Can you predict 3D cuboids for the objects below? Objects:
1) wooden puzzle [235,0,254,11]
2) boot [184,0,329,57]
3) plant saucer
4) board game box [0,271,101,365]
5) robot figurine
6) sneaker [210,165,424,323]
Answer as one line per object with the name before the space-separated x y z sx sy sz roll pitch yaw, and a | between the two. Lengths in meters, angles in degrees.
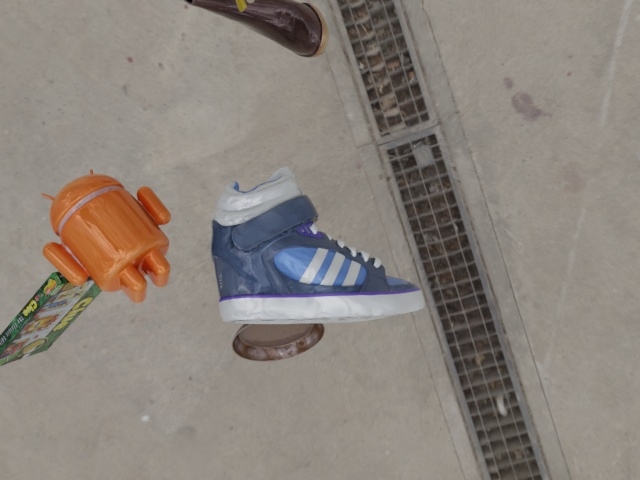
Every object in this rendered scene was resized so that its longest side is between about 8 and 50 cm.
wooden puzzle | -0.102 -0.372 0.843 0.014 0.116 0.079 -27 89 -27
boot | -0.124 -0.383 1.053 0.248 0.206 0.090 46 129 37
plant saucer | -0.076 0.165 1.109 0.168 0.168 0.029 -22 53 11
board game box | -0.471 0.130 1.079 0.259 0.136 0.030 -42 81 25
robot figurine | -0.316 -0.011 0.938 0.158 0.128 0.219 -44 82 11
sneaker | -0.001 0.000 0.916 0.322 0.130 0.236 0 78 -19
